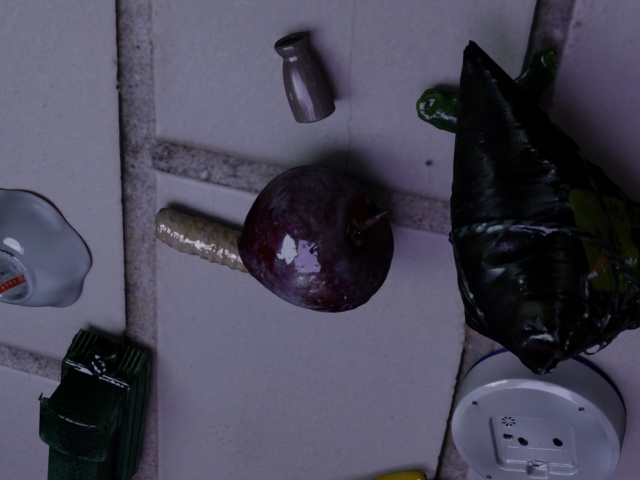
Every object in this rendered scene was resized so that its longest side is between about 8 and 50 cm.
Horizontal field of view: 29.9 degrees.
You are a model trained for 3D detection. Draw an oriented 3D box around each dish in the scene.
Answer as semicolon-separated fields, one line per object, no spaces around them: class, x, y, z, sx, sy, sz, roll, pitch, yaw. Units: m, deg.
dish;-0.456;0.031;1.764;0.229;0.081;0.229;11;129;13

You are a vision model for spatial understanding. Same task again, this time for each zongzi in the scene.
zongzi;0.241;-0.034;1.356;0.319;0.383;0.362;-15;81;21

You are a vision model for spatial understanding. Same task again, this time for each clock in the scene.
clock;0.296;0.253;1.639;0.230;0.083;0.230;12;132;14

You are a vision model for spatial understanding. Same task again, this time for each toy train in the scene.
toy train;-0.362;0.300;1.873;0.139;0.178;0.330;19;130;7

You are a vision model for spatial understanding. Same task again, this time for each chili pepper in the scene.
chili pepper;0.197;-0.162;1.372;0.182;0.050;0.073;-19;110;30

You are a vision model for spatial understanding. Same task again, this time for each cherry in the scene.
cherry;-0.006;0.000;1.501;0.195;0.195;0.195;11;129;14

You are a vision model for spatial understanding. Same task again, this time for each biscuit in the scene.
biscuit;-0.125;0.011;1.633;0.219;0.055;0.061;20;141;6

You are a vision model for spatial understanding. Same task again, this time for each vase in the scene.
vase;-0.021;-0.194;1.432;0.053;0.053;0.100;-6;120;26

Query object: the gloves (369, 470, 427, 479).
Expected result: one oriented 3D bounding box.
gloves;0.088;0.435;1.859;0.294;0.116;0.133;-17;126;24
